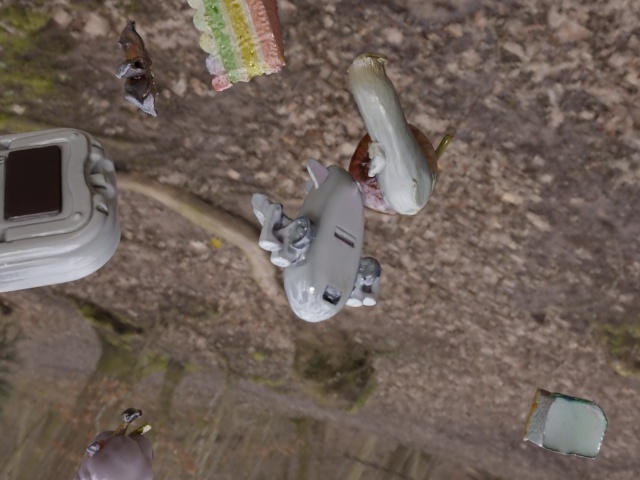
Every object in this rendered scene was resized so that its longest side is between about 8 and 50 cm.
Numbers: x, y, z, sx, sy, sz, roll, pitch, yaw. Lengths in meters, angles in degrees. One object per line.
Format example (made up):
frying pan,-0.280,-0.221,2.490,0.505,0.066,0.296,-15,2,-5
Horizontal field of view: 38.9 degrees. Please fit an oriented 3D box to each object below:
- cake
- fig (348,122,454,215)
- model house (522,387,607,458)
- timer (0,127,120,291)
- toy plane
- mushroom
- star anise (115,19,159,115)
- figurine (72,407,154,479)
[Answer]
cake,-0.121,-0.316,1.194,0.109,0.225,0.090,-18,159,23
fig,0.157,-0.130,1.686,0.175,0.175,0.207,24,-168,36
model house,0.367,0.275,1.381,0.101,0.087,0.100,16,177,-12
timer,-0.398,-0.052,1.233,0.087,0.237,0.262,87,170,-48
toy plane,0.003,-0.001,1.308,0.118,0.252,0.252,-18,136,42
mushroom,0.113,-0.171,1.471,0.096,0.099,0.278,-63,-45,-63
star anise,-0.390,-0.349,1.938,0.208,0.063,0.171,-101,-4,-46
figurine,-0.319,0.365,1.387,0.137,0.229,0.112,-5,-137,-38
